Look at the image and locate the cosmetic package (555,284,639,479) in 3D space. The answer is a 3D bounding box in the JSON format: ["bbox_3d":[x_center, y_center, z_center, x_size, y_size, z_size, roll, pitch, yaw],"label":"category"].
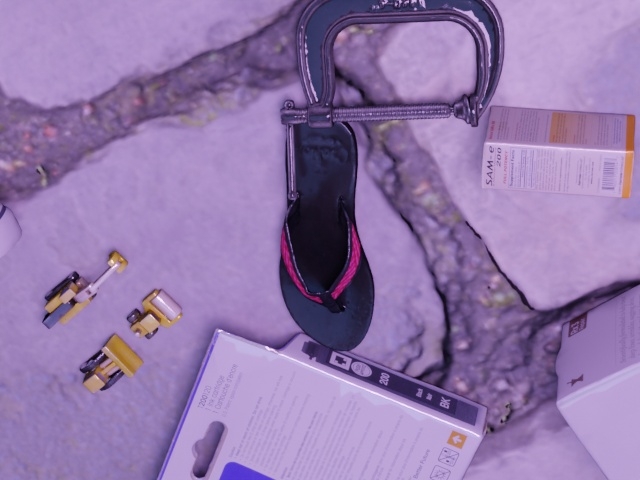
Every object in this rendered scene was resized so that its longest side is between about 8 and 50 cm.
[{"bbox_3d":[0.257,0.154,1.310,0.085,0.117,0.231,-29,109,20],"label":"cosmetic package"}]

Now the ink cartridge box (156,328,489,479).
[{"bbox_3d":[-0.010,0.174,1.404,0.208,0.045,0.206,22,117,-2],"label":"ink cartridge box"}]

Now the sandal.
[{"bbox_3d":[0.000,0.000,1.321,0.067,0.040,0.179,-1,115,9],"label":"sandal"}]

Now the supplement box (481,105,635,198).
[{"bbox_3d":[0.158,-0.059,1.254,0.098,0.062,0.036,5,117,8],"label":"supplement box"}]

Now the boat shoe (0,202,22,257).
[{"bbox_3d":[-0.346,-0.005,1.355,0.267,0.096,0.088,-7,119,22],"label":"boat shoe"}]

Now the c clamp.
[{"bbox_3d":[0.047,-0.105,1.270,0.160,0.022,0.137,-7,102,10],"label":"c clamp"}]

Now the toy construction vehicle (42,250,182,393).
[{"bbox_3d":[-0.156,0.062,1.381,0.098,0.035,0.086,-36,105,23],"label":"toy construction vehicle"}]
